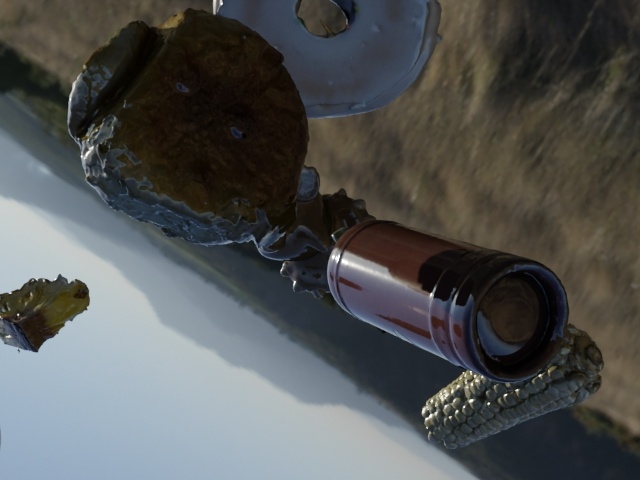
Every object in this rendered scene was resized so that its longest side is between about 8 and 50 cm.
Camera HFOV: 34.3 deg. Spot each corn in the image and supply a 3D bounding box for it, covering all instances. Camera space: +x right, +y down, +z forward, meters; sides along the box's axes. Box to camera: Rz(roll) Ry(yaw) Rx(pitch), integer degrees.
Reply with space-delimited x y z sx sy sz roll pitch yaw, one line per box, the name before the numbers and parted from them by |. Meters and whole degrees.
corn | 0.204 0.156 1.099 0.087 0.087 0.211 35 134 -22

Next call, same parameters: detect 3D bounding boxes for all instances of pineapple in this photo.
pineapple | -0.355 0.090 1.288 0.116 0.137 0.069 -103 -12 -61

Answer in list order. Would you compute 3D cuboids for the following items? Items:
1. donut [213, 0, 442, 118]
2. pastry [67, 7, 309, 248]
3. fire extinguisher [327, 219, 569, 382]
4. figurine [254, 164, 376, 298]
donut | 0.011 -0.389 1.709 0.382 0.382 0.142 34 -157 -14
pastry | -0.106 -0.092 0.915 0.100 0.218 0.229 -12 113 53
fire extinguisher | 0.087 0.053 0.961 0.344 0.102 0.138 18 137 63
figurine | 0.002 -0.003 1.617 0.173 0.177 0.247 32 167 3
